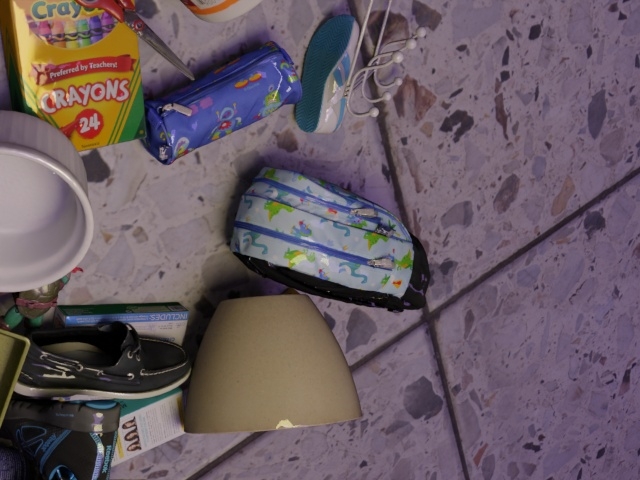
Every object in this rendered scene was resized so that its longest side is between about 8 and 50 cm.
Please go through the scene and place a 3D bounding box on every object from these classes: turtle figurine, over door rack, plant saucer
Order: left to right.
[{"bbox_3d":[-0.579,0.196,1.641,0.188,0.045,0.188,21,110,-11],"label":"plant saucer"},{"bbox_3d":[-0.491,0.081,1.703,0.175,0.118,0.234,8,111,-38],"label":"turtle figurine"},{"bbox_3d":[0.125,-0.405,1.847,0.239,0.108,0.324,-55,151,-63],"label":"over door rack"}]

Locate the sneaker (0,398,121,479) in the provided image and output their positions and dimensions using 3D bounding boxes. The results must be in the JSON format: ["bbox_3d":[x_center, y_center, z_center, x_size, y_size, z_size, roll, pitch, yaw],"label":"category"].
[{"bbox_3d":[-0.458,0.332,1.692,0.125,0.341,0.140,7,80,-42],"label":"sneaker"}]

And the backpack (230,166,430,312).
[{"bbox_3d":[0.000,0.000,1.934,0.355,0.290,0.273,1,102,-29],"label":"backpack"}]

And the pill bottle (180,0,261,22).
[{"bbox_3d":[-0.229,-0.533,1.531,0.224,0.224,0.392,-52,131,-5],"label":"pill bottle"}]

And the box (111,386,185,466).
[{"bbox_3d":[-0.367,0.348,1.877,0.244,0.060,0.100,-21,122,-27],"label":"box"}]

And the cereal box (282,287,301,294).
[{"bbox_3d":[-0.069,0.237,2.119,0.173,0.047,0.240,-38,128,-15],"label":"cereal box"}]

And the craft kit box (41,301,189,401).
[{"bbox_3d":[-0.382,0.238,1.890,0.250,0.061,0.247,1,107,-36],"label":"craft kit box"}]

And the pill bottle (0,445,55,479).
[{"bbox_3d":[-0.575,0.420,1.787,0.219,0.123,0.123,23,96,-40],"label":"pill bottle"}]

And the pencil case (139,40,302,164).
[{"bbox_3d":[-0.175,-0.241,1.769,0.306,0.119,0.133,-29,165,-23],"label":"pencil case"}]

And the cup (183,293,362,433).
[{"bbox_3d":[-0.095,0.224,1.900,0.331,0.331,0.237,1,82,-36],"label":"cup"}]

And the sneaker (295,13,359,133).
[{"bbox_3d":[0.024,-0.312,1.919,0.092,0.087,0.229,-1,116,-49],"label":"sneaker"}]

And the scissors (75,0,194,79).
[{"bbox_3d":[-0.305,-0.343,1.591,0.109,0.021,0.297,-43,127,-18],"label":"scissors"}]

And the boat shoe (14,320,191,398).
[{"bbox_3d":[-0.366,0.192,1.758,0.340,0.127,0.113,5,122,-31],"label":"boat shoe"}]

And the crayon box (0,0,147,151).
[{"bbox_3d":[-0.394,-0.301,1.612,0.202,0.081,0.318,-17,119,-29],"label":"crayon box"}]

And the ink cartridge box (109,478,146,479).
[{"bbox_3d":[-0.472,0.547,1.796,0.309,0.130,0.272,-36,154,21],"label":"ink cartridge box"}]

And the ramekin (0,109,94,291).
[{"bbox_3d":[-0.486,-0.065,1.557,0.277,0.135,0.277,-6,132,-6],"label":"ramekin"}]
